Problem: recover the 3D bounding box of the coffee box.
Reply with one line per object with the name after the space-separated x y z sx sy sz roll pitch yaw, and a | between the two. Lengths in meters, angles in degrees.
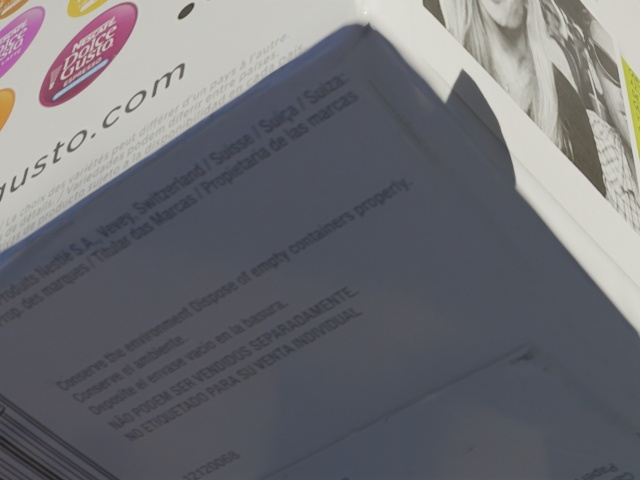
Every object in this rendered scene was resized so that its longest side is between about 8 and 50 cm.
0.000 0.000 0.722 0.337 0.338 0.334 -29 33 28 | coffee box
